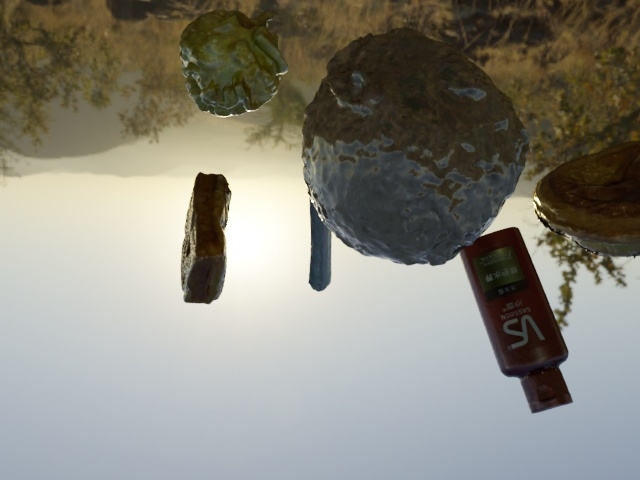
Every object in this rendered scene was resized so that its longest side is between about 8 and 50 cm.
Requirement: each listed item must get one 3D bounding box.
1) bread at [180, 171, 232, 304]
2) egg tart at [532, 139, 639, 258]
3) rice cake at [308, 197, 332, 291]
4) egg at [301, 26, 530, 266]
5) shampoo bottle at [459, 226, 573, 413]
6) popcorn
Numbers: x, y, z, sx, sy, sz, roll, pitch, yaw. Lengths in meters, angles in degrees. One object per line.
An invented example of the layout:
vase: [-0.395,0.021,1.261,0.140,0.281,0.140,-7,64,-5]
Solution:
bread: [-0.200,-0.016,1.058,0.077,0.139,0.271,11,-147,-17]
egg tart: [0.757,-0.089,1.470,0.442,0.178,0.443,-14,-151,8]
rice cake: [0.000,-0.001,0.899,0.033,0.208,0.033,25,-132,24]
egg: [0.100,-0.109,0.715,0.279,0.279,0.310,-1,-136,-29]
shampoo bottle: [0.341,0.134,1.027,0.118,0.315,0.076,-18,158,9]
popcorn: [-0.159,-0.346,1.134,0.216,0.181,0.235,-26,-138,-19]
